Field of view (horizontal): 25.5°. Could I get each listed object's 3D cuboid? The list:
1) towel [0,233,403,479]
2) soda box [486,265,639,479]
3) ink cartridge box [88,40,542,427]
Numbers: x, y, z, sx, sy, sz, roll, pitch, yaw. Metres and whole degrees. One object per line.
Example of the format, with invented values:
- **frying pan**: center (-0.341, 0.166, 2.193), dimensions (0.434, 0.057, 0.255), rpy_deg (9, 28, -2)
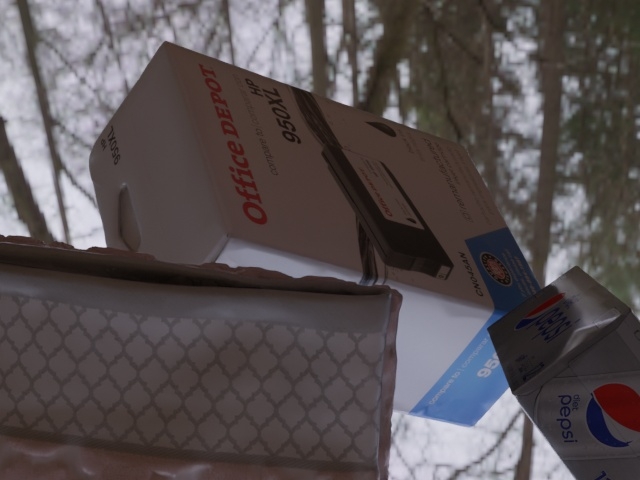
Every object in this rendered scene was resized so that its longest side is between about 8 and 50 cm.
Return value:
- **towel**: center (-0.130, 0.159, 0.760), dimensions (0.331, 0.317, 0.053), rpy_deg (6, -172, 6)
- **soda box**: center (0.185, 0.092, 0.973), dimensions (0.091, 0.098, 0.286), rpy_deg (-37, -179, 6)
- **ink cartridge box**: center (0.000, 0.000, 1.384), dimensions (0.395, 0.166, 0.285), rpy_deg (15, -144, -34)
